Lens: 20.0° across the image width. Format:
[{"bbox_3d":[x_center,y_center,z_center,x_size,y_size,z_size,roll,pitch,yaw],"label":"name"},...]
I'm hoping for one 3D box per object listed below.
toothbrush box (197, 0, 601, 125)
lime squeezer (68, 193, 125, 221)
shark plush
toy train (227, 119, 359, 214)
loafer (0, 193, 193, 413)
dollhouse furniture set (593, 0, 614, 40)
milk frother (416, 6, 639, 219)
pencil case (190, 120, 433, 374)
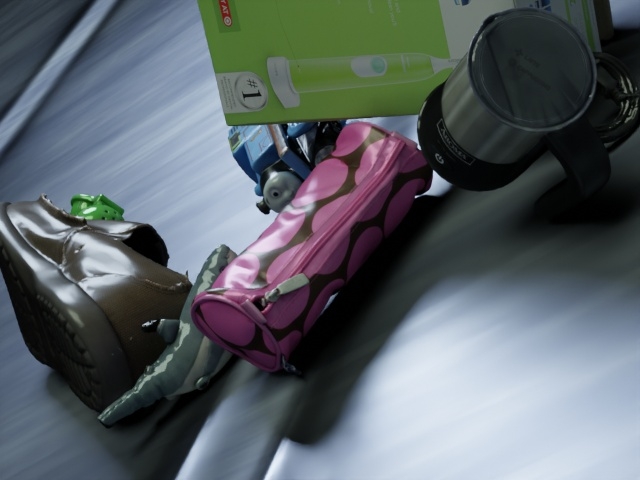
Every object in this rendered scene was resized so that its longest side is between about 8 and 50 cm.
[{"bbox_3d":[0.048,-0.204,1.366,0.283,0.206,0.122,-1,19,38],"label":"toothbrush box"},{"bbox_3d":[-0.233,0.004,1.812,0.310,0.059,0.110,-114,45,-67],"label":"lime squeezer"},{"bbox_3d":[-0.111,0.079,1.391,0.161,0.067,0.073,-41,20,-2],"label":"shark plush"},{"bbox_3d":[-0.020,-0.080,1.556,0.105,0.080,0.184,-46,21,11],"label":"toy train"},{"bbox_3d":[-0.190,0.044,1.561,0.130,0.133,0.366,-22,26,-17],"label":"loafer"},{"bbox_3d":[0.237,-0.268,1.503,0.198,0.151,0.301,9,31,38],"label":"dollhouse furniture set"},{"bbox_3d":[0.152,-0.100,1.188,0.143,0.129,0.135,-55,1,-18],"label":"milk frother"},{"bbox_3d":[0.000,0.000,1.331,0.209,0.095,0.098,-52,-9,-26],"label":"pencil case"}]
